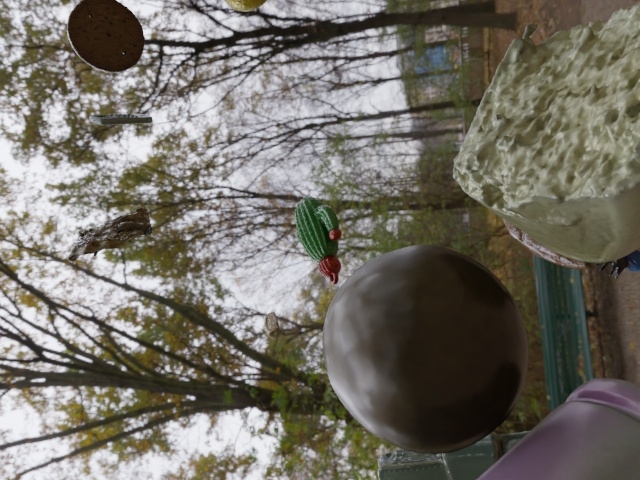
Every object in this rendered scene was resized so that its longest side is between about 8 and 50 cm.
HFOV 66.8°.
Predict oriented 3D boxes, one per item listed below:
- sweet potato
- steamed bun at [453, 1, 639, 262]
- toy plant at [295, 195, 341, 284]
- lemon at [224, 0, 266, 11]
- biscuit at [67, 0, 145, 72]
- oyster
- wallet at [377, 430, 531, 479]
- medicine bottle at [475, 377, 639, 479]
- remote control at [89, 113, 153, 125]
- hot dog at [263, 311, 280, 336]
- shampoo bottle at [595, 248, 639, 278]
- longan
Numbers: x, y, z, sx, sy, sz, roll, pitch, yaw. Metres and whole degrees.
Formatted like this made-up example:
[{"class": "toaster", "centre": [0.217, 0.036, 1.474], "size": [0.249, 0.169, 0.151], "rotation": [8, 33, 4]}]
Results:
[{"class": "sweet potato", "centre": [0.431, -0.065, 1.037], "size": [0.106, 0.095, 0.354], "rotation": [97, 148, -60]}, {"class": "steamed bun", "centre": [0.339, -0.117, 0.554], "size": [0.273, 0.290, 0.272], "rotation": [37, -173, -12]}, {"class": "toy plant", "centre": [0.001, -0.014, 1.203], "size": [0.240, 0.088, 0.154], "rotation": [48, 130, 51]}, {"class": "lemon", "centre": [-0.155, -0.535, 1.006], "size": [0.109, 0.133, 0.109], "rotation": [24, -119, -51]}, {"class": "biscuit", "centre": [-0.552, -0.531, 1.259], "size": [0.188, 0.027, 0.187], "rotation": [-4, -83, -33]}, {"class": "oyster", "centre": [-0.550, -0.011, 1.266], "size": [0.223, 0.214, 0.083], "rotation": [-147, 35, -73]}, {"class": "wallet", "centre": [0.290, 0.454, 0.862], "size": [0.252, 0.361, 0.083], "rotation": [69, -158, -13]}, {"class": "medicine bottle", "centre": [0.239, 0.308, 0.467], "size": [0.212, 0.326, 0.212], "rotation": [50, 160, 26]}, {"class": "remote control", "centre": [-0.423, -0.258, 1.035], "size": [0.124, 0.053, 0.017], "rotation": [-20, -56, -48]}, {"class": "hot dog", "centre": [-0.131, 0.226, 1.295], "size": [0.028, 0.044, 0.137], "rotation": [64, 174, -16]}, {"class": "shampoo bottle", "centre": [0.582, -0.011, 0.902], "size": [0.183, 0.087, 0.050], "rotation": [-49, -21, -7]}, {"class": "longan", "centre": [0.127, 0.133, 0.598], "size": [0.258, 0.258, 0.257], "rotation": [-3, -90, -73]}]
